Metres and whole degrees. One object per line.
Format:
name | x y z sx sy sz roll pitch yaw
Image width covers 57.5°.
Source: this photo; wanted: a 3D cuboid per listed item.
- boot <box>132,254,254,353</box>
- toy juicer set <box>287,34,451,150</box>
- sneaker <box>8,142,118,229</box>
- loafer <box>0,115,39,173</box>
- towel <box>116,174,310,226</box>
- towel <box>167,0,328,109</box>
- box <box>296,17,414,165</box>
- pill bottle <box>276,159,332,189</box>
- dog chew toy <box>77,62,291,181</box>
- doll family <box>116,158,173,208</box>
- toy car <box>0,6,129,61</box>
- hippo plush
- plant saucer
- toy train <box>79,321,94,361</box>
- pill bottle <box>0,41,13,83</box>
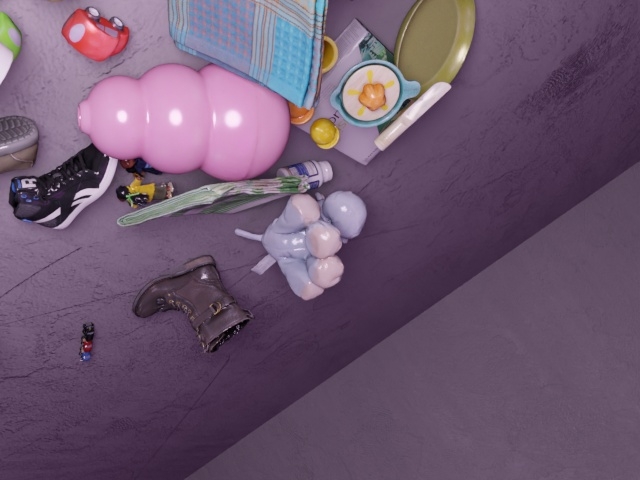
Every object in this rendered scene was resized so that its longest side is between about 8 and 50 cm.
boot | -0.314 0.177 1.416 0.263 0.229 0.091 -33 152 1
toy juicer set | 0.078 -0.249 1.113 0.329 0.089 0.209 14 123 -25
sneaker | -0.450 -0.099 0.998 0.217 0.079 0.121 -43 152 22
loafer | -0.545 -0.108 0.874 0.251 0.094 0.087 -20 145 -22
towel | -0.196 -0.077 1.165 0.247 0.038 0.325 -14 -179 31
towel | -0.104 -0.364 0.754 0.040 0.271 0.370 -52 164 -32
box | 0.087 -0.298 1.247 0.232 0.058 0.322 -43 150 20
pill bottle | -0.036 -0.148 1.352 0.120 0.067 0.067 -18 149 -25
dog chew toy | -0.221 -0.199 0.963 0.331 0.207 0.207 -4 142 -28
doll family | -0.333 -0.120 1.100 0.111 0.076 0.193 -6 137 -33
toy car | -0.380 -0.277 0.768 0.225 0.053 0.239 -28 165 -6
hippo plush | 0.000 0.000 1.403 0.236 0.234 0.294 -24 178 -43
plant saucer | 0.224 -0.402 1.181 0.241 0.037 0.241 -30 138 -31
toy train | -0.590 0.262 1.477 0.027 0.036 0.158 -11 145 -35
pill bottle | -0.472 -0.245 0.623 0.136 0.136 0.245 -39 135 13
